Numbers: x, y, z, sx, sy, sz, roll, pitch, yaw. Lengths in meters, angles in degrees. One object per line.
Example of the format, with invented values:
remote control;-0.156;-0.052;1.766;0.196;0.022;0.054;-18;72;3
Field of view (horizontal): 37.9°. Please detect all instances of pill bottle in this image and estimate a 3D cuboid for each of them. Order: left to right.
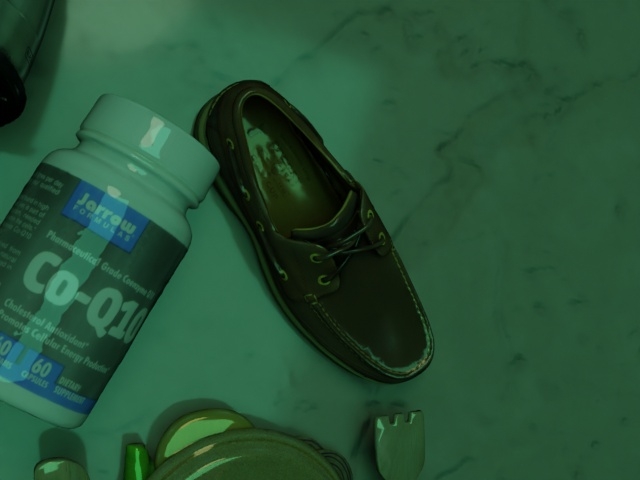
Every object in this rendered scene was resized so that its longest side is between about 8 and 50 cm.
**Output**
pill bottle;-0.107;0.008;0.423;0.078;0.078;0.137;32;80;-12

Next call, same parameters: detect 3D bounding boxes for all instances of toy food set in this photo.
toy food set;-0.042;0.147;0.462;0.192;0.038;0.133;-3;95;-21

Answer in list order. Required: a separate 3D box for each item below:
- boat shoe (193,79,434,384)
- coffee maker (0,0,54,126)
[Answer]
boat shoe;0.000;-0.001;0.463;0.064;0.060;0.178;-36;97;-14
coffee maker;-0.172;-0.162;0.380;0.171;0.120;0.178;27;69;-34
